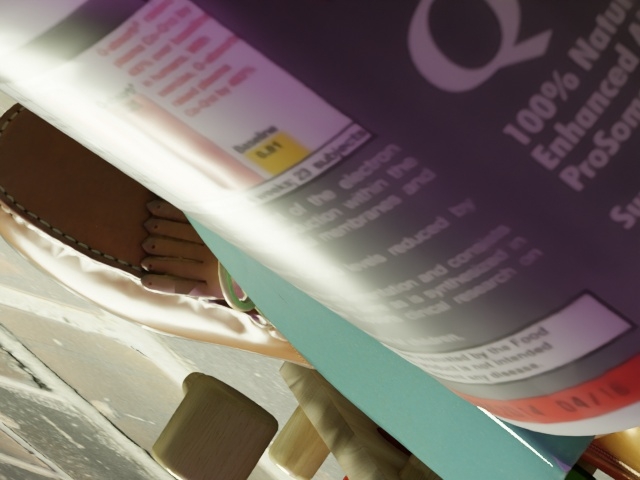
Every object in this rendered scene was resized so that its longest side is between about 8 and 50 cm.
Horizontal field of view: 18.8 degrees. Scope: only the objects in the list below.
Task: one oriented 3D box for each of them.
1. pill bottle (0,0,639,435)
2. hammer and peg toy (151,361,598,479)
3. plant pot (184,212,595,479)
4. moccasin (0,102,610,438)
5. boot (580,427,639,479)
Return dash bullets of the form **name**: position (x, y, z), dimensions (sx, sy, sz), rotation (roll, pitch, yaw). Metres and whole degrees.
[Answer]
- **pill bottle**: position (-0.003, -0.107, 0.588), dimensions (0.363, 0.210, 0.210), rotation (34, 160, -29)
- **hammer and peg toy**: position (0.061, 0.145, 1.253), dimensions (0.361, 0.127, 0.266), rotation (31, -174, -20)
- **plant pot**: position (0.052, -0.013, 0.872), dimensions (0.234, 0.166, 0.165), rotation (37, 164, 10)
- **moccasin**: position (-0.001, 0.003, 1.017), dimensions (0.380, 0.139, 0.147), rotation (23, 158, 10)
- **boot**: position (0.227, 0.134, 1.186), dimensions (0.211, 0.104, 0.295), rotation (18, 157, 34)
